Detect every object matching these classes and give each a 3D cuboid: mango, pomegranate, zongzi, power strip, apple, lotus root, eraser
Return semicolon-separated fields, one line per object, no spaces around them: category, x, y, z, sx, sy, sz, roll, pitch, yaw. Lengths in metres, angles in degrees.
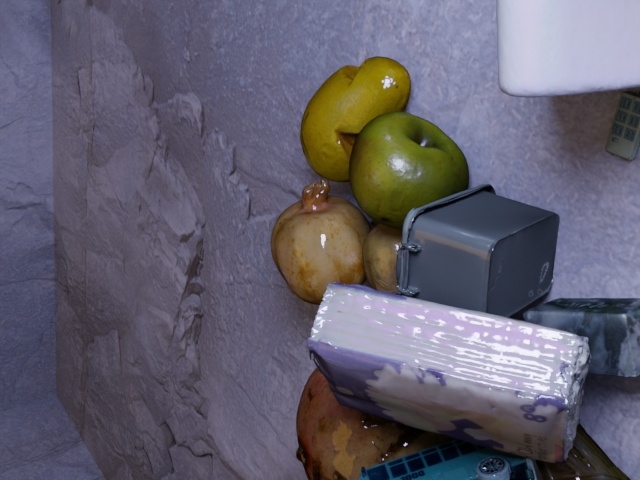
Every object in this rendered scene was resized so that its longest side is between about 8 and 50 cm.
mango;0.062;-0.210;1.391;0.167;0.130;0.262;52;135;22
pomegranate;0.096;0.343;1.405;0.322;0.322;0.322;24;120;49
zongzi;0.403;0.334;1.099;0.241;0.111;0.247;-42;61;55
pomegranate;0.002;0.015;1.490;0.207;0.207;0.207;24;120;49
power strip;0.395;-0.147;1.033;0.040;0.016;0.090;36;129;43
apple;0.134;-0.104;1.267;0.196;0.196;0.157;52;138;31
lotus root;0.129;0.025;1.388;0.125;0.118;0.221;-12;94;39
eraser;0.307;-0.244;0.870;0.331;0.331;0.150;17;115;51

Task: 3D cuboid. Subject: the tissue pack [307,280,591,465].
tissue pack;0.174;0.181;1.082;0.344;0.125;0.242;12;152;21

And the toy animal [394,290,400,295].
toy animal;0.231;0.186;1.260;0.272;0.160;0.197;29;123;17

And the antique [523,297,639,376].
antique;0.378;0.128;1.090;0.183;0.088;0.086;-6;97;55

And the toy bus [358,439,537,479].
toy bus;0.183;0.378;1.185;0.147;0.256;0.128;-108;1;-74

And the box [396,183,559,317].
box;0.231;0.024;1.144;0.135;0.243;0.163;18;115;39
